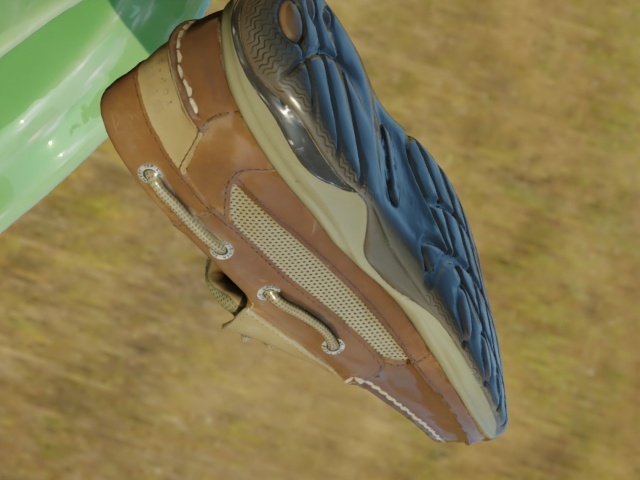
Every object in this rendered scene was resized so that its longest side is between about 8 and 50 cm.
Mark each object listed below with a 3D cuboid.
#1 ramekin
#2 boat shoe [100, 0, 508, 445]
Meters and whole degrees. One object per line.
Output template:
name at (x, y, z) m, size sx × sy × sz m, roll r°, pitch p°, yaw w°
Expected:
ramekin at (-0.212, -0.101, 0.903) m, size 0.303 × 0.148 × 0.303 m, roll -42°, pitch 176°, yaw -4°
boat shoe at (0.000, 0.000, 0.877) m, size 0.122 × 0.120 × 0.324 m, roll -92°, pitch 156°, yaw -43°
